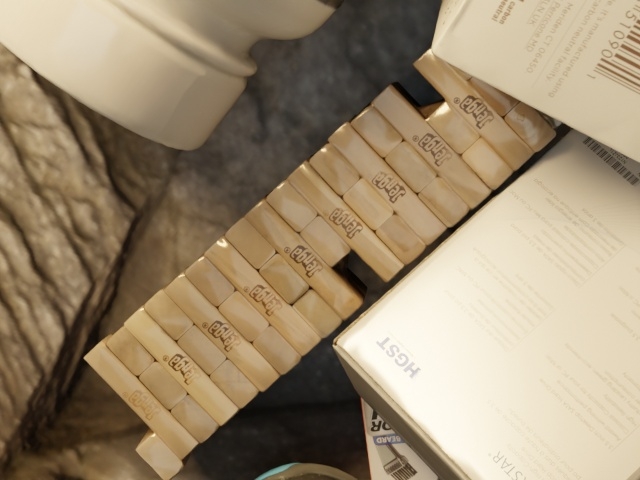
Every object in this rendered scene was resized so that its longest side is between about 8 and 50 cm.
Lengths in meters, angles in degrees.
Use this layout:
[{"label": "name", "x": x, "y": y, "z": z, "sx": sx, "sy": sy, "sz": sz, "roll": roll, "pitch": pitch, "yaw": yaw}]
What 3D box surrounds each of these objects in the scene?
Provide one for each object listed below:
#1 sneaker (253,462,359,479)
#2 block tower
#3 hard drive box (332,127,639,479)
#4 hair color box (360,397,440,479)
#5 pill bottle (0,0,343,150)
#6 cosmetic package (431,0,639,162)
[{"label": "sneaker", "x": 0.036, "y": 0.297, "z": 0.882, "sx": 0.125, "sy": 0.140, "sz": 0.340, "roll": -26, "pitch": 83, "yaw": 13}, {"label": "block tower", "x": 0.000, "y": 0.000, "z": 0.910, "sx": 0.335, "sy": 0.091, "sz": 0.097, "roll": -43, "pitch": 92, "yaw": 9}, {"label": "hard drive box", "x": 0.155, "y": 0.056, "z": 0.851, "sx": 0.232, "sy": 0.089, "sz": 0.181, "roll": -41, "pitch": 63, "yaw": -8}, {"label": "hair color box", "x": 0.076, "y": 0.134, "z": 0.961, "sx": 0.093, "sy": 0.053, "sz": 0.167, "roll": -8, "pitch": 103, "yaw": 2}, {"label": "pill bottle", "x": -0.032, "y": -0.241, "z": 0.802, "sx": 0.204, "sy": 0.204, "sz": 0.361, "roll": 35, "pitch": 101, "yaw": -6}, {"label": "cosmetic package", "x": 0.166, "y": -0.161, "z": 0.811, "sx": 0.151, "sy": 0.183, "sz": 0.151, "roll": 26, "pitch": 118, "yaw": -6}]
